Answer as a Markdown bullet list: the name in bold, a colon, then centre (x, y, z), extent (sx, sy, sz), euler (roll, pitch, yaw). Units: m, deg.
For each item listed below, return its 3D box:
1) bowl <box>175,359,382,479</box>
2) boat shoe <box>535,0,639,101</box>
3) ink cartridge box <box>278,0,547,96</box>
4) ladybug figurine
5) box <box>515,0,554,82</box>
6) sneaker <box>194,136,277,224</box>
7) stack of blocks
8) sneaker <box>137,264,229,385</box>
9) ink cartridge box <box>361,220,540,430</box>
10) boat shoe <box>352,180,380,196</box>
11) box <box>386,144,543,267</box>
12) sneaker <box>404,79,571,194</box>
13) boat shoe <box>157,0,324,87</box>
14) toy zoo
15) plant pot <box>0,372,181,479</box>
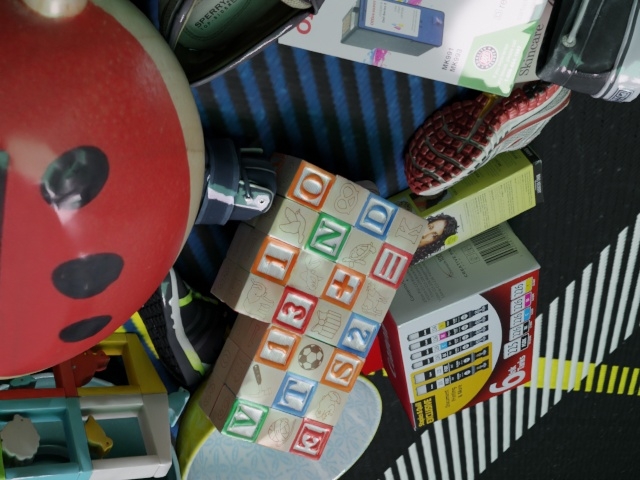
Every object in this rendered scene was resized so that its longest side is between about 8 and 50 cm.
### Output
- **bowl**: centre (-0.078, 0.231, 1.097), extent (0.290, 0.156, 0.289), euler (-19, 135, -20)
- **boat shoe**: centre (0.255, -0.279, 0.712), extent (0.105, 0.113, 0.306), euler (13, 91, -2)
- **ink cartridge box**: centre (0.082, -0.228, 0.681), extent (0.213, 0.093, 0.154), euler (15, 131, -1)
- **ladybug figurine**: centre (-0.257, -0.025, 0.651), extent (0.305, 0.161, 0.449), euler (14, 138, -13)
- **box**: centre (0.269, -0.242, 0.838), extent (0.275, 0.094, 0.113), euler (-13, 137, -18)
- **sneaker**: centre (-0.114, -0.096, 0.772), extent (0.164, 0.086, 0.226), euler (2, 143, -17)
- **stack of blocks**: centre (-0.027, 0.073, 0.887), extent (0.171, 0.087, 0.297), euler (23, 91, -27)
- **sneaker**: centre (-0.163, 0.080, 0.977), extent (0.097, 0.084, 0.234), euler (-39, 148, -26)
- **ink cartridge box**: centre (0.159, 0.133, 1.158), extent (0.272, 0.130, 0.309), euler (-22, 141, -5)
- **boat shoe**: centre (0.000, 0.000, 0.972), extent (0.184, 0.063, 0.066), euler (-32, 141, 6)
- **box**: centre (0.168, -0.042, 1.028), extent (0.232, 0.058, 0.087), euler (-27, 141, -2)
- **sneaker**: centre (0.199, -0.123, 0.935), extent (0.225, 0.088, 0.093), euler (-36, 145, 13)
- **boat shoe**: centre (-0.025, -0.206, 0.584), extent (0.103, 0.092, 0.285), euler (27, 138, -36)
- **toy zoo**: centre (-0.288, 0.186, 0.909), extent (0.293, 0.192, 0.030), euler (4, 132, -34)
- **plant pot**: centre (-0.338, 0.327, 0.997), extent (0.293, 0.292, 0.196), euler (-6, 163, -25)
